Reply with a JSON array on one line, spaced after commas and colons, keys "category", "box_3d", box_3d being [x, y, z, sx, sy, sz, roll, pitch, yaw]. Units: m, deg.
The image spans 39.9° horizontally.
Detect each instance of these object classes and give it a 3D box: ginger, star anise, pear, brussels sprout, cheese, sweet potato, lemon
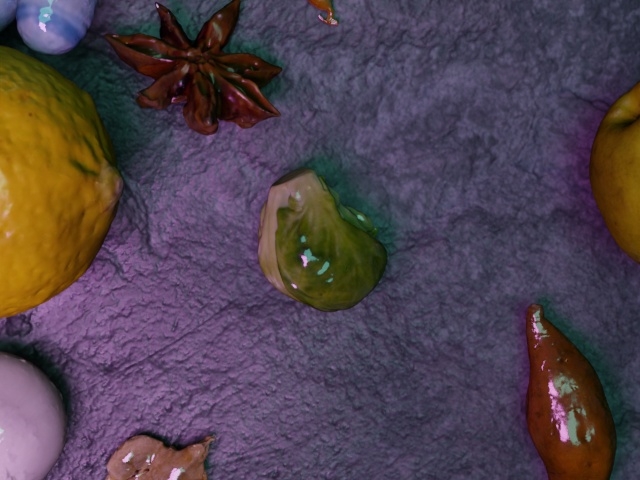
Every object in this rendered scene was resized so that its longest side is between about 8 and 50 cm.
[{"category": "ginger", "box_3d": [-0.220, 0.343, 1.131, 0.133, 0.059, 0.214, 15, 91, -4]}, {"category": "star anise", "box_3d": [-0.143, -0.203, 1.073, 0.212, 0.111, 0.196, 40, 67, 21]}, {"category": "pear", "box_3d": [0.481, -0.069, 1.099, 0.307, 0.253, 0.253, 37, 89, -24]}, {"category": "brussels sprout", "box_3d": [-0.005, 0.007, 1.095, 0.183, 0.131, 0.145, 40, 83, -13]}, {"category": "cheese", "box_3d": [-0.397, 0.227, 1.049, 0.189, 0.154, 0.198, -39, 102, 17]}, {"category": "sweet potato", "box_3d": [0.335, 0.255, 1.174, 0.112, 0.112, 0.359, -16, 93, -6]}, {"category": "lemon", "box_3d": [-0.391, -0.061, 0.957, 0.336, 0.336, 0.336, -1, 95, -7]}]

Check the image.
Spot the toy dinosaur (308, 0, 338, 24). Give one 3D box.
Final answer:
[{"category": "toy dinosaur", "box_3d": [-0.007, -0.324, 1.120, 0.041, 0.026, 0.113, -35, 107, 13]}]

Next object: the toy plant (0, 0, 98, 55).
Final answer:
[{"category": "toy plant", "box_3d": [-0.307, -0.337, 0.990, 0.332, 0.247, 0.247, -42, 98, 1]}]
